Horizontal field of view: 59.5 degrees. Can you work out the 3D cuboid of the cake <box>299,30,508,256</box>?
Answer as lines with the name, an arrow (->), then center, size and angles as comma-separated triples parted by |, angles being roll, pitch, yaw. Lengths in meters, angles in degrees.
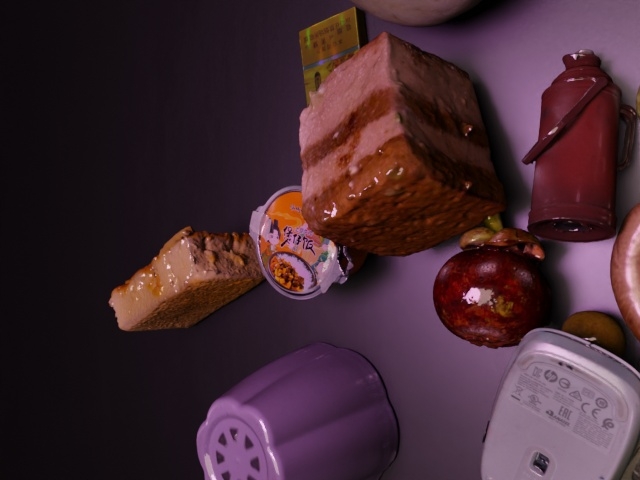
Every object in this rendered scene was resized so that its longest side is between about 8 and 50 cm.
cake -> 0.096, -0.144, 0.747 | 0.196, 0.198, 0.293 | -34, 51, 47

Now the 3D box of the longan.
longan -> 0.334, 0.125, 0.694 | 0.075, 0.075, 0.083 | 54, 163, 23

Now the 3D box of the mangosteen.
mangosteen -> 0.234, 0.054, 0.737 | 0.146, 0.181, 0.156 | 44, 147, -21

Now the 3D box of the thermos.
thermos -> 0.309, -0.119, 0.665 | 0.124, 0.099, 0.232 | 12, 76, 0

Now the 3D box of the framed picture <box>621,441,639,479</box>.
framed picture -> 0.409, 0.341, 0.672 | 0.173, 0.010, 0.231 | 34, 112, 33

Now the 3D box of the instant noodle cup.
instant noodle cup -> 0.000, 0.000, 0.908 | 0.208, 0.125, 0.178 | 43, 117, 29

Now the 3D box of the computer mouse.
computer mouse -> 0.294, 0.238, 0.692 | 0.159, 0.097, 0.289 | 27, 120, 36

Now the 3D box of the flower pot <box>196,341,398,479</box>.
flower pot -> -0.050, 0.317, 0.892 | 0.265, 0.243, 0.265 | 5, 98, 39

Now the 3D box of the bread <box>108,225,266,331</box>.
bread -> -0.257, 0.080, 1.082 | 0.274, 0.184, 0.114 | -35, 65, 34

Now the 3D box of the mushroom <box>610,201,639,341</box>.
mushroom -> 0.431, 0.018, 0.558 | 0.278, 0.146, 0.278 | -4, 85, 48

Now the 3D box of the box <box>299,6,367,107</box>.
box -> 0.027, -0.272, 0.937 | 0.121, 0.030, 0.193 | -8, 86, 39

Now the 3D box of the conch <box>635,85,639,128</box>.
conch -> 0.403, -0.164, 0.631 | 0.089, 0.074, 0.121 | 51, 143, 42

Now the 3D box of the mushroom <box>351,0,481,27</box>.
mushroom -> 0.117, -0.457, 0.713 | 0.352, 0.260, 0.352 | 35, 139, 37
